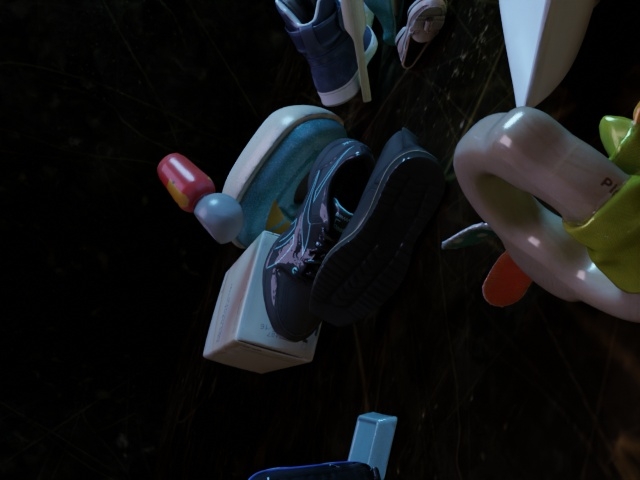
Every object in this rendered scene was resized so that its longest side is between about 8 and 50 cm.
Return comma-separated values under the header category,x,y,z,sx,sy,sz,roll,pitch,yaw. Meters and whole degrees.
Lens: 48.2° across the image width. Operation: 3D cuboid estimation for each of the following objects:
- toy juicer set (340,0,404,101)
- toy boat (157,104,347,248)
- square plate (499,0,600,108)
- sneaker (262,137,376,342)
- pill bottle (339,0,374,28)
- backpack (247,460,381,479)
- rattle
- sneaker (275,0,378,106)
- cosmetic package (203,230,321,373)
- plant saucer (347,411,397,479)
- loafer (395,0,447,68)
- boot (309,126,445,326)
category,x,y,z,sx,sy,sz,roll,pitch,yaw
toy juicer set,0.088,-0.378,0.952,0.209,0.089,0.329,56,-140,-67
toy boat,-0.088,-0.071,1.062,0.318,0.148,0.267,-13,-38,-53
square plate,0.171,-0.311,0.457,0.344,0.049,0.347,-80,-6,-46
sneaker,0.000,0.000,0.877,0.106,0.101,0.267,-154,81,-75
pill bottle,0.053,-0.403,1.225,0.087,0.087,0.160,138,148,-66
backpack,-0.009,0.228,0.536,0.105,0.114,0.084,-110,33,-49
rattle,0.143,-0.034,0.378,0.143,0.130,0.200,-63,-15,-7
sneaker,0.012,-0.319,1.039,0.086,0.163,0.226,-18,34,21
cosmetic package,-0.086,0.106,1.081,0.309,0.113,0.160,142,143,-67
plant saucer,0.027,0.243,0.616,0.067,0.018,0.192,149,136,-72
loafer,0.119,-0.243,0.840,0.125,0.045,0.039,131,137,-76
boot,0.057,-0.017,0.743,0.198,0.077,0.137,-54,14,19
